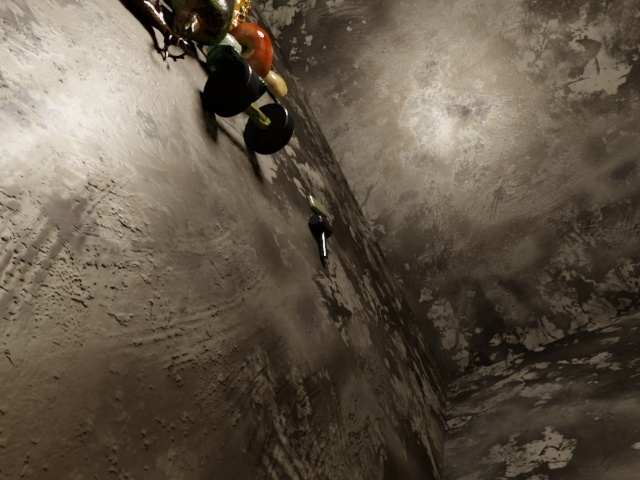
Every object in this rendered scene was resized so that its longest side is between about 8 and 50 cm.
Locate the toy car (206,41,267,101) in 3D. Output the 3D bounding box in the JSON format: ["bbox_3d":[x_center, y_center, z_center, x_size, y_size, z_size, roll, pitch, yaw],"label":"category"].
[{"bbox_3d":[-0.355,-0.702,1.737,0.306,0.136,0.125,37,20,-55],"label":"toy car"}]

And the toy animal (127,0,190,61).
[{"bbox_3d":[-0.526,-0.696,1.298,0.244,0.087,0.259,28,36,-42],"label":"toy animal"}]

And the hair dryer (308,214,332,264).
[{"bbox_3d":[0.001,0.001,1.836,0.114,0.071,0.248,51,27,-40],"label":"hair dryer"}]

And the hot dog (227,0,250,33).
[{"bbox_3d":[-0.406,-1.132,2.059,0.158,0.117,0.348,151,-53,-77],"label":"hot dog"}]

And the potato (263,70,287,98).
[{"bbox_3d":[-0.269,-0.922,2.459,0.178,0.109,0.118,45,44,-35],"label":"potato"}]

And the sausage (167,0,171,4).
[{"bbox_3d":[-0.563,-0.933,1.589,0.094,0.059,0.054,39,33,-61],"label":"sausage"}]

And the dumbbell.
[{"bbox_3d":[-0.255,-0.481,1.534,0.322,0.204,0.203,40,27,-55],"label":"dumbbell"}]

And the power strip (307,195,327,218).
[{"bbox_3d":[-0.012,-0.167,2.125,0.169,0.028,0.076,36,29,-55],"label":"power strip"}]

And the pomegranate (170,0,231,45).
[{"bbox_3d":[-0.461,-0.819,1.544,0.222,0.276,0.204,30,-14,-14],"label":"pomegranate"}]

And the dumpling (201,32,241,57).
[{"bbox_3d":[-0.415,-0.793,1.748,0.181,0.154,0.111,5,14,-29],"label":"dumpling"}]

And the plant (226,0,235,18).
[{"bbox_3d":[-0.462,-0.991,1.801,0.146,0.149,0.274,60,34,-50],"label":"plant"}]

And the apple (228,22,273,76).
[{"bbox_3d":[-0.324,-0.864,1.934,0.242,0.242,0.241,61,13,-2],"label":"apple"}]
